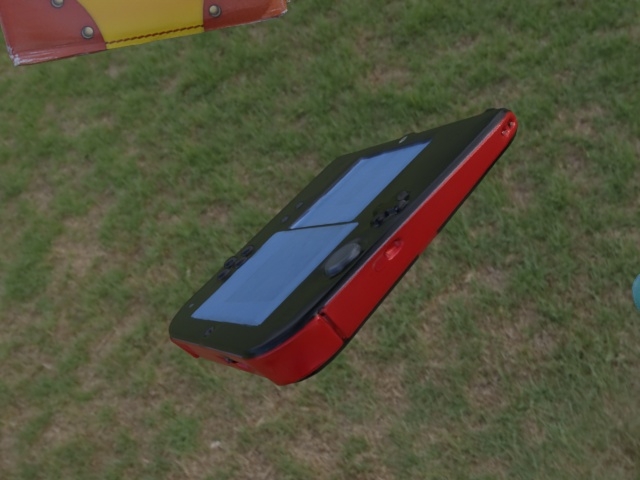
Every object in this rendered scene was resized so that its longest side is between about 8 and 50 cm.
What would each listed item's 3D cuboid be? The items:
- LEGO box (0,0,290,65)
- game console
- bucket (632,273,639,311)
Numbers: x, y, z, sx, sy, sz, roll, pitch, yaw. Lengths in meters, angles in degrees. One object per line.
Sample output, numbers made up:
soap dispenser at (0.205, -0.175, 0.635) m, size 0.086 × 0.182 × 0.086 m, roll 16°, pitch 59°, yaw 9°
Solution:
LEGO box at (-0.181, -0.419, 0.635) m, size 0.193 × 0.500 × 0.372 m, roll -12°, pitch 22°, yaw -7°
game console at (0.000, 0.000, 0.919) m, size 0.342 × 0.060 × 0.386 m, roll -50°, pitch 17°, yaw -17°
bucket at (0.322, -0.012, 0.452) m, size 0.281 × 0.281 × 0.183 m, roll -49°, pitch 47°, yaw -9°
